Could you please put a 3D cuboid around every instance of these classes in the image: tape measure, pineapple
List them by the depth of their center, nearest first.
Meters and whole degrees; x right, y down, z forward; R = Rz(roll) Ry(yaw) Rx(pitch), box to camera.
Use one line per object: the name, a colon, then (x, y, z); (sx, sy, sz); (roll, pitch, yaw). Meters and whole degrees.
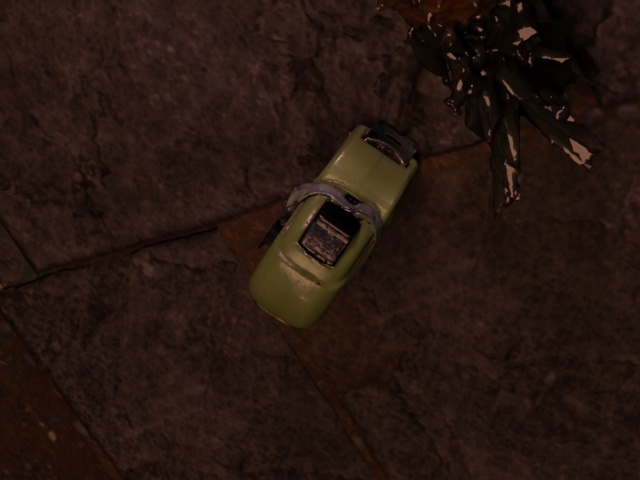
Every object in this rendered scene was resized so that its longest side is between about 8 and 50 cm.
pineapple: (0.113, -0.176, 1.402); (0.165, 0.165, 0.364); (9, 152, 24)
tape measure: (0.000, 0.000, 1.668); (0.087, 0.154, 0.177); (32, 139, 0)
